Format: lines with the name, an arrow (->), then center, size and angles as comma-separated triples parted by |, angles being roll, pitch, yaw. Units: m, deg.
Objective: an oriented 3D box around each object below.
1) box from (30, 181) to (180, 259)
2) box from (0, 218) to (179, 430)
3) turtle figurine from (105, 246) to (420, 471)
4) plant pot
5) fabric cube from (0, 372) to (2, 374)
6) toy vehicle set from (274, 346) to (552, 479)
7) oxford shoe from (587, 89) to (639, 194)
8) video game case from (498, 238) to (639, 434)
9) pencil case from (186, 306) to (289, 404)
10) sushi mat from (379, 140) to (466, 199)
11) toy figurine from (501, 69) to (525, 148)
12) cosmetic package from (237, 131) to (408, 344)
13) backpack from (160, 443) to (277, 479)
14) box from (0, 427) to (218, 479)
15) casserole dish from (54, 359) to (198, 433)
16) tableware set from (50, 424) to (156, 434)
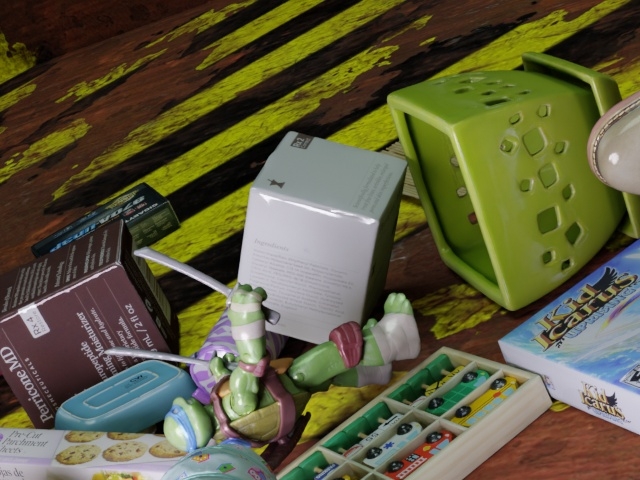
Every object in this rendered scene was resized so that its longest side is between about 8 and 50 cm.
box -> -0.348, -0.007, 2.471 | 0.220, 0.051, 0.175 | -30, 20, -11
box -> -0.305, 0.107, 1.973 | 0.203, 0.168, 0.167 | -26, 21, 4
turtle figurine -> -0.056, 0.096, 1.567 | 0.266, 0.198, 0.274 | -12, 38, -23
plant pot -> 0.229, -0.083, 1.713 | 0.207, 0.228, 0.227 | -23, 19, -10
fabric cube -> -0.595, 0.094, 2.241 | 0.258, 0.254, 0.259 | -31, 21, -12
toy vehicle set -> 0.073, 0.202, 1.468 | 0.267, 0.035, 0.166 | -35, 22, -22
oxford shoe -> 0.463, -0.101, 1.510 | 0.397, 0.140, 0.146 | -10, 30, 12
video game case -> 0.339, 0.067, 1.436 | 0.269, 0.061, 0.244 | -34, 20, -18
pencil case -> -0.086, 0.114, 1.822 | 0.088, 0.086, 0.206 | -54, 1, 35
sushi mat -> 0.162, -0.102, 2.119 | 0.151, 0.019, 0.316 | -32, 21, -16
toy figurine -> 0.248, -0.126, 1.947 | 0.159, 0.130, 0.173 | -46, 28, -21
cosmetic package -> 0.000, 0.000, 1.766 | 0.151, 0.183, 0.151 | 15, 33, 8
backpack -> -0.074, 0.264, 1.289 | 0.152, 0.182, 0.115 | -24, 20, 10
box -> -0.245, 0.248, 1.653 | 0.324, 0.063, 0.067 | -2, 30, 34
casserole dish -> -0.230, 0.189, 1.806 | 0.188, 0.037, 0.114 | -25, 23, -32
tableware set -> -0.251, 0.213, 1.841 | 0.141, 0.020, 0.168 | -8, 20, 15
